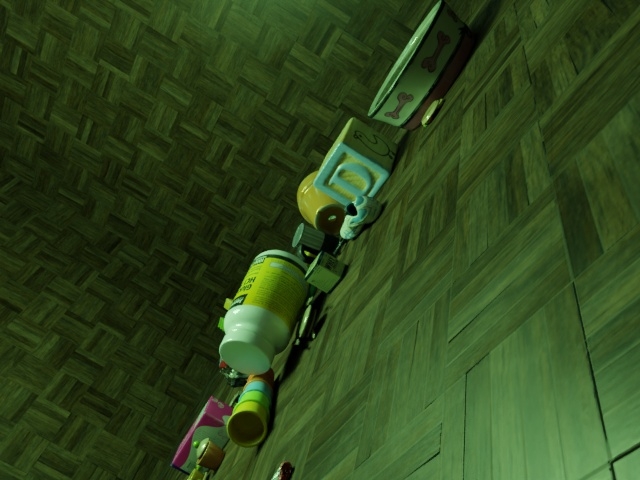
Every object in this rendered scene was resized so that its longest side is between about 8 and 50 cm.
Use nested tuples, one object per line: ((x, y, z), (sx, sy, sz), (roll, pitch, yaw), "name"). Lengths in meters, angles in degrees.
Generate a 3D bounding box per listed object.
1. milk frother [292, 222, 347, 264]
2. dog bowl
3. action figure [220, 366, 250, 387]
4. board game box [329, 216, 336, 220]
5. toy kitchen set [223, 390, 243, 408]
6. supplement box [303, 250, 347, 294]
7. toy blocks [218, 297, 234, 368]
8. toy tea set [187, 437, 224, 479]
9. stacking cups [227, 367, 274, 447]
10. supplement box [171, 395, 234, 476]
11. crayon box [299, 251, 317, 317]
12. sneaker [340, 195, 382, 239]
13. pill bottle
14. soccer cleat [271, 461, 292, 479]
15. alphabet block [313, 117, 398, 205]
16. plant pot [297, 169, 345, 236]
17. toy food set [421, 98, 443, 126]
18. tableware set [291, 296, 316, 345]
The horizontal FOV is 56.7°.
((0.000, 0.000, 1.879), (0.143, 0.135, 0.129), (-56, 21, 36), "milk frother")
((0.316, -0.521, 1.836), (0.407, 0.151, 0.408), (-58, 7, 12), "dog bowl")
((-0.263, 0.407, 2.009), (0.275, 0.141, 0.164), (128, 159, -51), "action figure")
((0.097, -0.186, 2.373), (0.305, 0.053, 0.193), (-57, 6, 17), "board game box")
((-0.297, 0.543, 1.954), (0.075, 0.068, 0.083), (-54, 8, 35), "toy kitchen set")
((0.014, 0.087, 1.614), (0.083, 0.083, 0.056), (-53, 9, 43), "supplement box")
((-0.352, 0.410, 2.570), (0.261, 0.191, 0.381), (-100, 28, -72), "toy blocks")
((-0.409, 0.727, 1.704), (0.200, 0.124, 0.336), (-50, 11, 54), "toy tea set")
((-0.164, 0.411, 1.513), (0.096, 0.096, 0.316), (-58, 3, 7), "stacking cups")
((-0.360, 0.624, 1.872), (0.220, 0.111, 0.114), (-57, 6, 13), "supplement box")
((-0.066, 0.143, 1.981), (0.202, 0.081, 0.318), (-51, 11, 50), "crayon box")
((0.099, -0.069, 1.689), (0.085, 0.086, 0.237), (-64, 6, -24), "sneaker")
((-0.153, 0.197, 1.645), (0.188, 0.188, 0.333), (-53, 10, 42), "pill bottle")
((-0.074, 0.421, 1.020), (0.083, 0.029, 0.035), (-60, -3, -36), "soccer cleat")
((0.115, -0.241, 1.904), (0.193, 0.193, 0.197), (-52, 10, 36), "alphabet block")
((0.031, -0.112, 2.007), (0.205, 0.205, 0.188), (-56, 22, 21), "plant pot")
((0.314, -0.362, 1.680), (0.083, 0.020, 0.082), (-61, 6, -13), "toy food set")
((-0.033, 0.222, 1.573), (0.194, 0.039, 0.128), (123, 165, -76), "tableware set")
